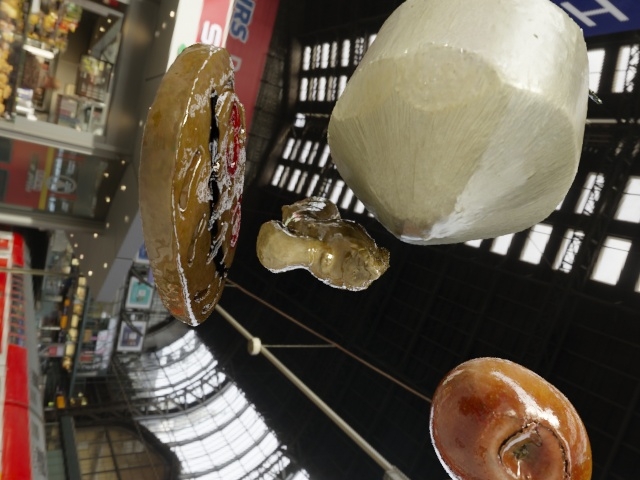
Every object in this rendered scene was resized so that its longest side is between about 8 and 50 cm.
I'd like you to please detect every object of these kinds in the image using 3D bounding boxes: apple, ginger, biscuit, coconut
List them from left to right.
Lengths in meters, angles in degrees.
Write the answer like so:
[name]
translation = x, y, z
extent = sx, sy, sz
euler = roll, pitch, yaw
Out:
[biscuit]
translation = -0.144, -0.070, 0.626
extent = 0.367, 0.063, 0.314
euler = 98, 3, -48
[ginger]
translation = 0.009, -0.001, 0.499
extent = 0.214, 0.133, 0.058
euler = -57, 154, -71
[coconut]
translation = 0.134, -0.107, 0.473
extent = 0.237, 0.237, 0.265
euler = -10, -135, 55
[apple]
translation = 0.277, 0.290, 0.692
extent = 0.235, 0.173, 0.210
euler = 20, -94, 12

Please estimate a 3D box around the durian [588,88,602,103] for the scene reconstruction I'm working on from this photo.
[durian]
translation = 0.275, -0.223, 0.605
extent = 0.100, 0.215, 0.086
euler = -44, -154, 18
